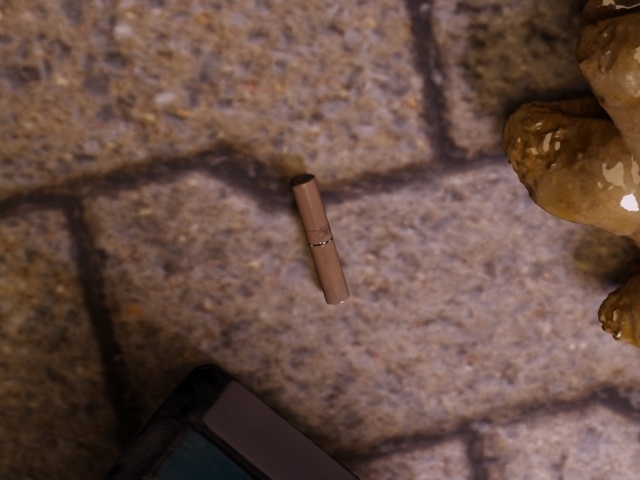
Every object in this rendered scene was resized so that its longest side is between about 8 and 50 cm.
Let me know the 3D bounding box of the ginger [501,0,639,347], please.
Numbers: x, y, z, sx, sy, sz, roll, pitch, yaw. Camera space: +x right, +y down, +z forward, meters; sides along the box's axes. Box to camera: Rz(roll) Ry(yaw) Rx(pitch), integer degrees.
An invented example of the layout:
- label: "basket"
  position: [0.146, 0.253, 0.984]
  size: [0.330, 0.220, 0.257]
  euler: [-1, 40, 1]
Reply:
- label: "ginger"
  position: [0.250, -0.021, 1.207]
  size: [0.236, 0.166, 0.375]
  euler: [-4, 106, -18]

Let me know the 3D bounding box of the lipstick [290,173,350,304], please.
- label: "lipstick"
  position: [0.000, 0.000, 1.246]
  size: [0.019, 0.019, 0.094]
  euler: [-18, 113, -3]

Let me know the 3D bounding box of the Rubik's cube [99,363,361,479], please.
- label: "Rubik's cube"
  position: [-0.069, 0.312, 1.157]
  size: [0.313, 0.318, 0.316]
  euler: [38, 103, 0]
